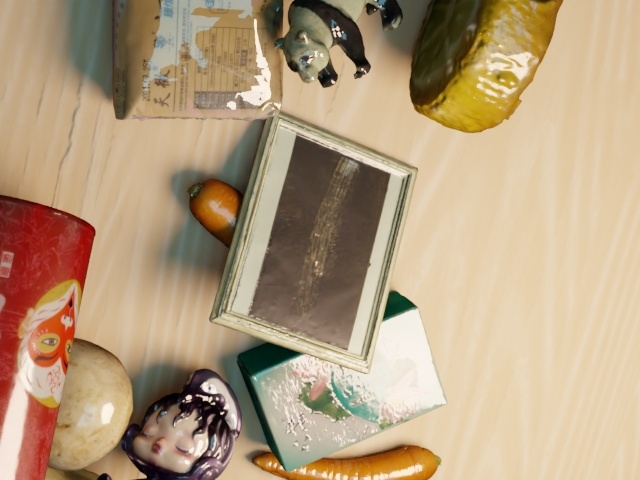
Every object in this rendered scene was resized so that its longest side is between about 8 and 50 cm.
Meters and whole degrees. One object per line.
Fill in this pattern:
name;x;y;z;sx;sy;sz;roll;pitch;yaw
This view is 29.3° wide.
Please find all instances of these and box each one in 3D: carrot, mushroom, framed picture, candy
carrot;-0.084;0.001;1.579;0.067;0.067;0.225;-46;111;-1
mushroom;-0.314;0.204;1.527;0.166;0.127;0.166;-4;73;13
carrot;0.039;0.323;1.699;0.271;0.062;0.066;-3;137;-12
framed picture;0.000;0.000;1.564;0.231;0.018;0.293;20;73;-20
candy;0.200;-0.256;1.500;0.118;0.260;0.259;20;97;-13

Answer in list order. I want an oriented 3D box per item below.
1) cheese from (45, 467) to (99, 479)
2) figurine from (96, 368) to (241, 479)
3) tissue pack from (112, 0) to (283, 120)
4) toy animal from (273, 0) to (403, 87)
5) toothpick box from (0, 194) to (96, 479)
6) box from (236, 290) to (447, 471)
cheese;-0.473;0.407;1.544;0.384;0.104;0.383;-4;103;-16
figurine;-0.175;0.273;1.564;0.145;0.145;0.222;39;65;-21
tissue pack;-0.141;-0.272;1.467;0.215;0.123;0.256;-1;102;-15
toy animal;0.018;-0.268;1.477;0.121;0.094;0.225;46;56;-27
toothpick box;-0.387;0.129;1.392;0.204;0.204;0.333;13;76;-19
box;0.030;0.187;1.643;0.245;0.092;0.153;-23;108;-10
